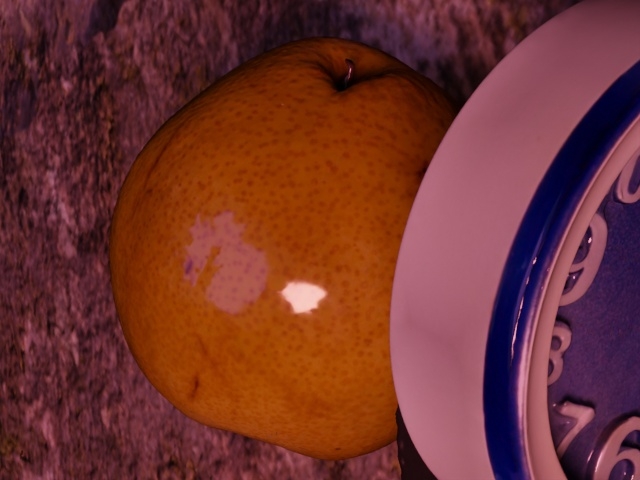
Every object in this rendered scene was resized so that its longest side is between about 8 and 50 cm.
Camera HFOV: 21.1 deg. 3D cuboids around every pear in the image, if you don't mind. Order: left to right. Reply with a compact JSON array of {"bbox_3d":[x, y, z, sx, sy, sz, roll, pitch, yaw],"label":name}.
[{"bbox_3d":[0.000,0.000,0.858,0.209,0.209,0.208,5,96,51],"label":"pear"}]

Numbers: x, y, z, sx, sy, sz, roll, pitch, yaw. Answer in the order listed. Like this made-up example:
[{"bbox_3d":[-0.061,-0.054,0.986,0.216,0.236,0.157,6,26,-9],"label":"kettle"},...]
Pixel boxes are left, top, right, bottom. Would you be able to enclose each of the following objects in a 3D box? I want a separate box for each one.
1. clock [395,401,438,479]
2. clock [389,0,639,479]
[{"bbox_3d":[0.085,0.046,0.770,0.040,0.184,0.184,13,104,23],"label":"clock"},{"bbox_3d":[0.135,0.018,0.668,0.083,0.230,0.230,24,111,51],"label":"clock"}]
